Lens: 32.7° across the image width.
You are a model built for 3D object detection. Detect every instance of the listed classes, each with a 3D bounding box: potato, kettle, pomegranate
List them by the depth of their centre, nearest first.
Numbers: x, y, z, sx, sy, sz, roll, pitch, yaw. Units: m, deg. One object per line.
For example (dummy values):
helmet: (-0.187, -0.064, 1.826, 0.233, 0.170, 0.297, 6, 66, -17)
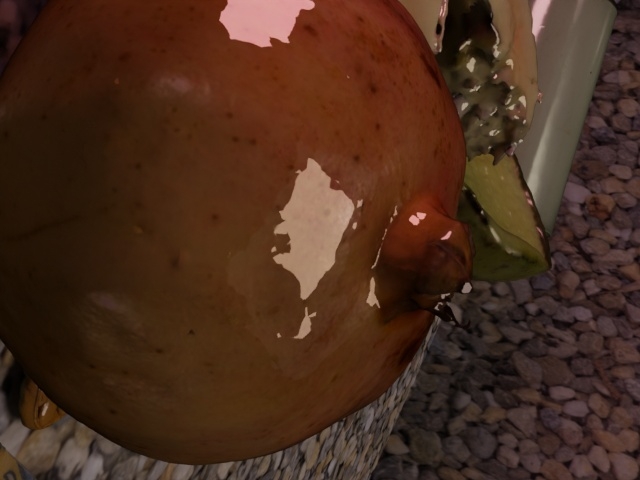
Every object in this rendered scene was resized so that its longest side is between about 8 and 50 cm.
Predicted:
pomegranate: (-0.043, -0.021, 0.679, 0.338, 0.338, 0.338, -58, 161, -33)
potato: (0.092, -0.090, 1.283, 0.280, 0.212, 0.330, 22, 46, -52)
kettle: (0.261, -0.232, 1.642, 0.361, 0.250, 0.377, 22, 87, -46)

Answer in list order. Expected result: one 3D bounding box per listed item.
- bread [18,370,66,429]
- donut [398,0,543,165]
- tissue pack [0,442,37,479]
bread: (-0.202, 0.095, 0.846, 0.110, 0.024, 0.110, -59, 163, -31)
donut: (0.068, -0.210, 0.971, 0.371, 0.150, 0.307, -13, 101, -56)
tissue pack: (-0.262, 0.196, 0.717, 0.148, 0.060, 0.109, -60, 161, -23)
